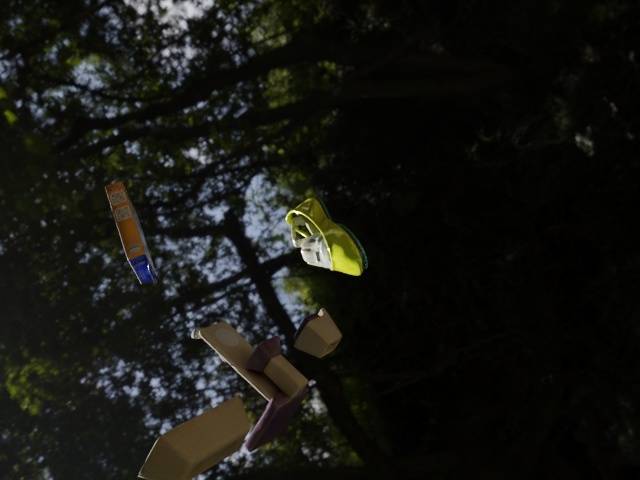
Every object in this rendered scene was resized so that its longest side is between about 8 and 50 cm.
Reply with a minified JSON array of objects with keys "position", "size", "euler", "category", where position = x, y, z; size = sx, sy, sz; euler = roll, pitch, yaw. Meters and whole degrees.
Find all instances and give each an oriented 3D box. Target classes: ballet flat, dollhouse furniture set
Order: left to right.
[{"position":[-0.062,0.071,0.389],"size":[0.081,0.091,0.114],"euler":[40,-154,20],"category":"dollhouse furniture set"},{"position":[0.000,0.000,1.068],"size":[0.231,0.077,0.077],"euler":[-126,21,-59],"category":"ballet flat"}]

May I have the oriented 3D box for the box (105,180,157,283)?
[{"position":[-0.257,-0.004,0.944],"size":[0.081,0.028,0.136],"euler":[91,159,-63],"category":"box"}]
